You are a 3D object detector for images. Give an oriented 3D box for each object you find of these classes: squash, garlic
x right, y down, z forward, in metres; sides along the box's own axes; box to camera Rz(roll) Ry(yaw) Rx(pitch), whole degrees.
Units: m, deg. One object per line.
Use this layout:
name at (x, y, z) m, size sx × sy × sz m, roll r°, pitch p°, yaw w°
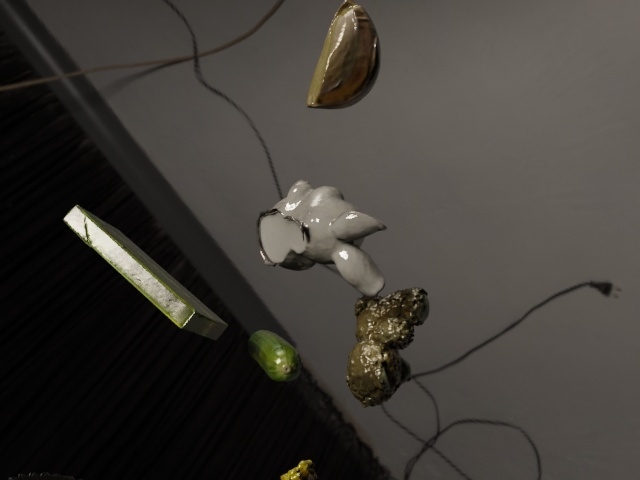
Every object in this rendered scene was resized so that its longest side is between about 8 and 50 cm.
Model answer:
squash at (-0.084, 0.199, 1.284) m, size 0.066 × 0.066 × 0.229 m, roll 52°, pitch 168°, yaw -13°
garlic at (0.052, -0.302, 1.243) m, size 0.101 × 0.087 × 0.195 m, roll 18°, pitch 96°, yaw -24°

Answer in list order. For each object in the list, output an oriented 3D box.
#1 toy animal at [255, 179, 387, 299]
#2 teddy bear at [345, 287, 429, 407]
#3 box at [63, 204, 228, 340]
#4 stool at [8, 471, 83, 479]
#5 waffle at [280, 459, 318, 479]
toy animal at (-0.003, -0.007, 1.418) m, size 0.325 × 0.154 × 0.208 m, roll 32°, pitch 132°, yaw 49°
teddy bear at (0.139, 0.242, 1.620) m, size 0.156 × 0.256 × 0.267 m, roll 11°, pitch 153°, yaw -2°
box at (-0.314, 0.062, 1.326) m, size 0.311 × 0.043 × 0.173 m, roll 38°, pitch 175°, yaw 18°
stool at (-0.486, 0.613, 1.216) m, size 0.297 × 0.297 × 0.330 m, roll 31°, pitch 98°, yaw 4°
waffle at (-0.069, 0.654, 1.614) m, size 0.060 × 0.307 × 0.311 m, roll 9°, pitch 130°, yaw 20°
